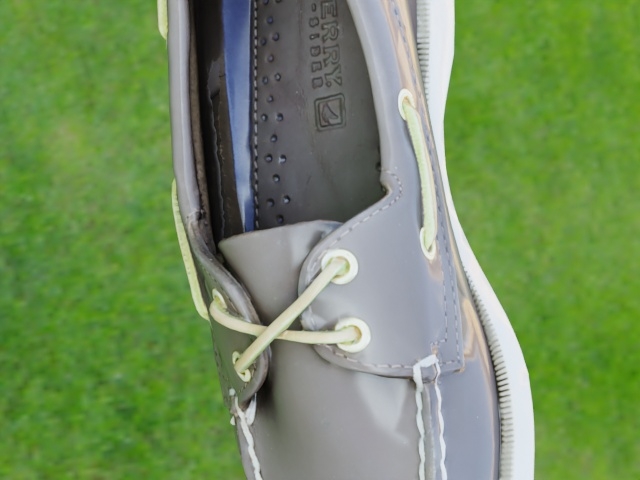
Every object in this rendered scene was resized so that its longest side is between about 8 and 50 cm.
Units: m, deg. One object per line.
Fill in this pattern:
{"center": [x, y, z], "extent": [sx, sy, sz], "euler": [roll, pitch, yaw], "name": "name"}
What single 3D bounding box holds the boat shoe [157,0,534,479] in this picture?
{"center": [0.000, 0.000, 0.703], "extent": [0.096, 0.116, 0.324], "euler": [13, 69, -56], "name": "boat shoe"}
